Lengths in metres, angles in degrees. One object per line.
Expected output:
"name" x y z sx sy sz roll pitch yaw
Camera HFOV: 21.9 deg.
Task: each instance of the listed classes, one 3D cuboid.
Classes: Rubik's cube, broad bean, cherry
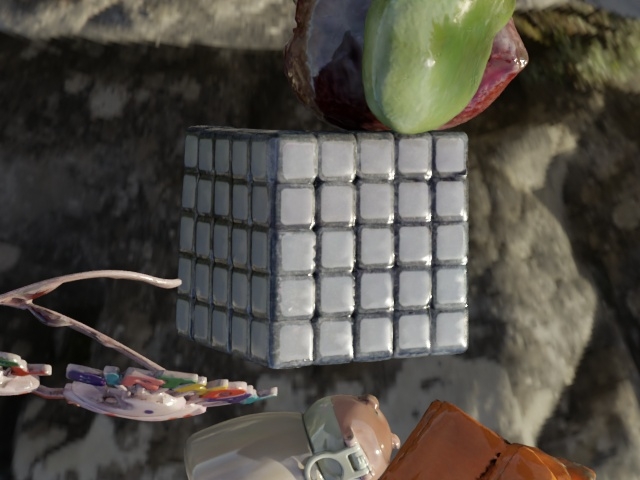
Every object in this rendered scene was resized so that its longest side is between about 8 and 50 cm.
"Rubik's cube" 0.000 0.000 1.720 0.237 0.237 0.238 0 93 -27
"broad bean" 0.112 -0.207 1.599 0.100 0.228 0.169 2 155 34
"cherry" 0.086 -0.224 1.820 0.300 0.203 0.230 16 96 18

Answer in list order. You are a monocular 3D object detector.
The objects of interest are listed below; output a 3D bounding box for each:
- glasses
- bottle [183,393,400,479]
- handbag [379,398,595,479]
"glasses" -0.153 0.061 1.039 0.255 0.162 0.095 9 86 -16
"bottle" -0.027 0.255 1.914 0.237 0.147 0.147 -22 114 3
"handbag" 0.164 0.323 1.100 0.303 0.410 0.116 -55 147 -3
